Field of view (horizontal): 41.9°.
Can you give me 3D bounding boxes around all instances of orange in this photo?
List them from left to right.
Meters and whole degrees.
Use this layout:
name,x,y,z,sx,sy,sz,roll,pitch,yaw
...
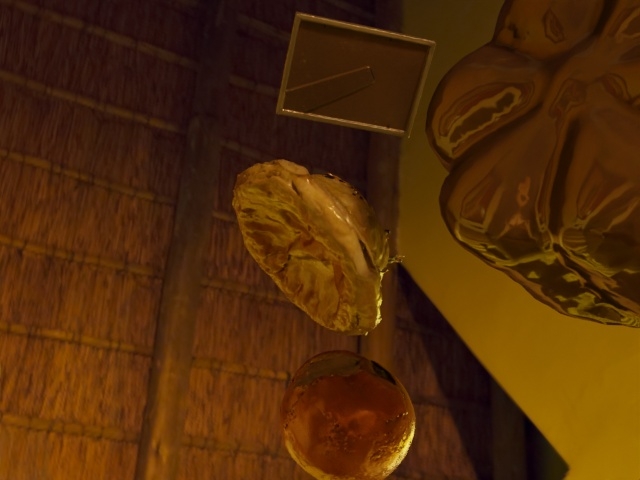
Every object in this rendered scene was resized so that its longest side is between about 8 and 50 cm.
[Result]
name,x,y,z,sx,sy,sz,roll,pitch,yaw
orange,0.047,0.310,1.450,0.240,0.240,0.240,-9,-60,-16

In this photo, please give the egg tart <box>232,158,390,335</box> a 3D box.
name,x,y,z,sx,sy,sz,roll,pitch,yaw
egg tart,0.000,0.000,1.297,0.132,0.341,0.341,-39,-54,-23

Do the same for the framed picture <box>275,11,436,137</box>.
name,x,y,z,sx,sy,sz,roll,pitch,yaw
framed picture,0.048,-0.233,1.193,0.203,0.015,0.150,9,-62,-9

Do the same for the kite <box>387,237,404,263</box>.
name,x,y,z,sx,sy,sz,roll,pitch,yaw
kite,0.051,0.046,1.568,0.244,0.006,0.198,0,-42,-31

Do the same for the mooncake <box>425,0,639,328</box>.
name,x,y,z,sx,sy,sz,roll,pitch,yaw
mooncake,0.363,-0.138,1.012,0.262,0.467,0.467,34,-78,-37
